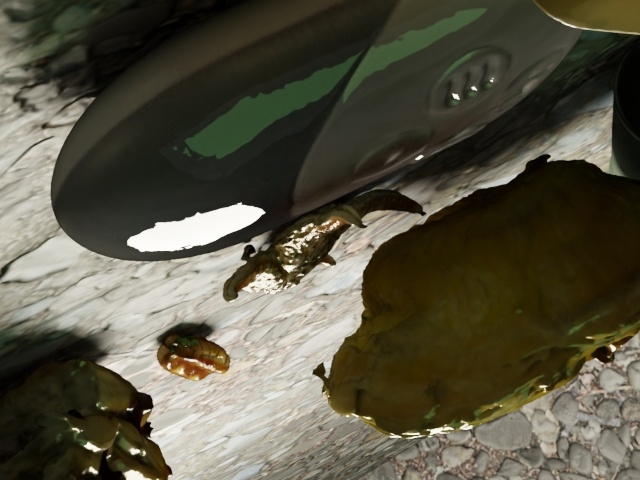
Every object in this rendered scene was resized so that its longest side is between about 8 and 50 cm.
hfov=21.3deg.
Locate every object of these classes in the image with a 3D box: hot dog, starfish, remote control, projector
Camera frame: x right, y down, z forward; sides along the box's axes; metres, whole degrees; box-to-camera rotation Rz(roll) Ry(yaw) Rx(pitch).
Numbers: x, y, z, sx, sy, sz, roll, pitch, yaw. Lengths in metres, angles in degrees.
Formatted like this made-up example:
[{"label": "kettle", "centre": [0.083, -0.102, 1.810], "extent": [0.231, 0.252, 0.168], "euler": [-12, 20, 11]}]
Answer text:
[{"label": "hot dog", "centre": [-0.115, 0.102, 1.534], "extent": [0.049, 0.037, 0.122], "euler": [-19, 163, 8]}, {"label": "starfish", "centre": [0.000, -0.003, 1.350], "extent": [0.138, 0.050, 0.247], "euler": [-30, 178, 16]}, {"label": "remote control", "centre": [0.007, -0.084, 0.927], "extent": [0.332, 0.103, 0.221], "euler": [-25, 164, -10]}, {"label": "projector", "centre": [0.310, -0.093, 1.516], "extent": [0.108, 0.108, 0.337], "euler": [-29, 167, 3]}]

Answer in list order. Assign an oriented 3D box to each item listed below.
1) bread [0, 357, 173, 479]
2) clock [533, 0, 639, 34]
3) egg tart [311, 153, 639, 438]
[{"label": "bread", "centre": [-0.281, 0.236, 1.323], "extent": [0.314, 0.191, 0.370], "euler": [-30, 168, 9]}, {"label": "clock", "centre": [0.175, -0.223, 0.467], "extent": [0.200, 0.244, 0.317], "euler": [-6, 155, -22]}, {"label": "egg tart", "centre": [0.156, 0.031, 1.432], "extent": [0.352, 0.153, 0.339], "euler": [-25, -174, 10]}]
